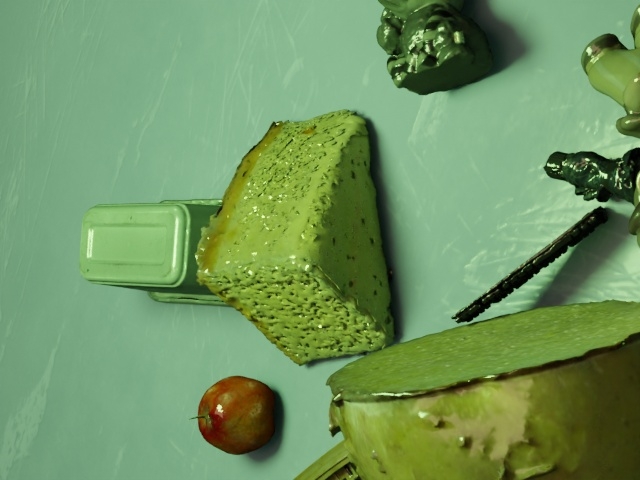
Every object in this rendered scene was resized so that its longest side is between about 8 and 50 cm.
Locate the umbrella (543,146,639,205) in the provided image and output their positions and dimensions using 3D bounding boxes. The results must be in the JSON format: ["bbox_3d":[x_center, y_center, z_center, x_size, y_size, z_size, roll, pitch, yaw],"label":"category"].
[{"bbox_3d":[0.365,-0.079,1.719,0.224,0.071,0.080,20,75,50],"label":"umbrella"}]

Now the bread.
[{"bbox_3d":[0.000,0.000,2.090,0.248,0.279,0.315,-14,33,44],"label":"bread"}]

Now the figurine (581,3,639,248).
[{"bbox_3d":[0.421,-0.090,1.546,0.248,0.203,0.380,-24,65,-3],"label":"figurine"}]

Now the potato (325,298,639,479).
[{"bbox_3d":[0.233,0.258,1.594,0.442,0.385,0.319,166,87,-72],"label":"potato"}]

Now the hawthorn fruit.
[{"bbox_3d":[-0.136,0.264,2.163,0.125,0.140,0.125,-162,90,-78],"label":"hawthorn fruit"}]

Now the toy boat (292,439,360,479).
[{"bbox_3d":[0.025,0.341,2.028,0.206,0.064,0.072,-42,72,35],"label":"toy boat"}]

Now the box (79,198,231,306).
[{"bbox_3d":[-0.239,0.013,2.249,0.312,0.182,0.175,1,86,45],"label":"box"}]

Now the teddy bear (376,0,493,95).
[{"bbox_3d":[0.132,-0.309,1.934,0.171,0.144,0.251,-49,50,49],"label":"teddy bear"}]

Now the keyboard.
[{"bbox_3d":[0.264,0.034,1.769,0.231,0.072,0.023,-39,80,18],"label":"keyboard"}]
